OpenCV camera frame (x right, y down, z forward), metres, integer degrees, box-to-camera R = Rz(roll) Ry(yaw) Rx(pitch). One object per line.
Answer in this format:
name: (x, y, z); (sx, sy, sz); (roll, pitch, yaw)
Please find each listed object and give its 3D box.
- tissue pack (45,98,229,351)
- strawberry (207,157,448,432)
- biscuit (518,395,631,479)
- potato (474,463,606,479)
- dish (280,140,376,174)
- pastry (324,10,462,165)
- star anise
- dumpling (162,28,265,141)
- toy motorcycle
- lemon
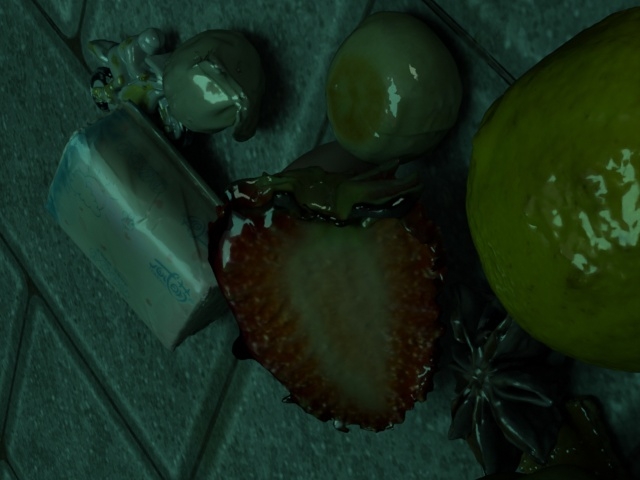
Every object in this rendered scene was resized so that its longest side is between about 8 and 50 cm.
tissue pack: (-0.219, -0.015, 1.585); (0.271, 0.124, 0.201); (47, 147, 8)
strawberry: (0.011, 0.049, 1.252); (0.137, 0.234, 0.306); (-87, -7, -53)
biscuit: (0.263, 0.271, 1.197); (0.131, 0.026, 0.236); (-32, 79, 55)
potato: (0.211, 0.345, 1.118); (0.218, 0.202, 0.351); (16, 131, 35)
dish: (0.000, 0.000, 1.374); (0.213, 0.090, 0.213); (25, 123, 45)
pastry: (0.067, -0.149, 1.226); (0.156, 0.092, 0.156); (12, 106, 49)
star anise: (0.183, 0.119, 1.181); (0.231, 0.089, 0.209); (-48, 51, 50)
dumpling: (-0.119, -0.176, 1.447); (0.136, 0.118, 0.199); (63, 174, -12)
toy motorcycle: (-0.232, -0.208, 1.607); (0.229, 0.074, 0.151); (30, 127, 41)
lemon: (0.242, -0.035, 0.903); (0.322, 0.268, 0.268); (-12, 95, 54)
